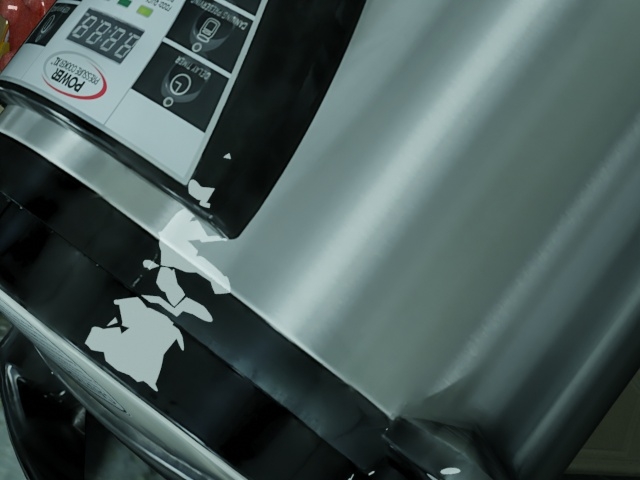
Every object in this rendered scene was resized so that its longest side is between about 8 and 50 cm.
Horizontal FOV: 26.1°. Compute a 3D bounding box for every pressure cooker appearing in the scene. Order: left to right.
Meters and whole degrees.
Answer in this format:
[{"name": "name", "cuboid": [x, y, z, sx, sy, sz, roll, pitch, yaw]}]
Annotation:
[{"name": "pressure cooker", "cuboid": [0.004, 0.004, 0.759, 0.375, 0.420, 0.370, 37, -8, 5]}]

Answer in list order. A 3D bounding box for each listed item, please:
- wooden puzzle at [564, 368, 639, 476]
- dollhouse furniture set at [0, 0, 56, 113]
[{"name": "wooden puzzle", "cuboid": [0.194, 0.121, 1.148, 0.239, 0.044, 0.221, 4, 35, -31]}, {"name": "dollhouse furniture set", "cuboid": [-0.236, -0.171, 1.106, 0.152, 0.201, 0.374, 4, 26, -40]}]
